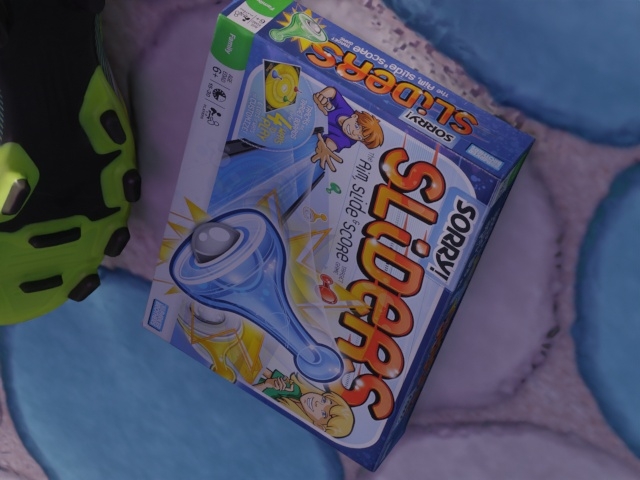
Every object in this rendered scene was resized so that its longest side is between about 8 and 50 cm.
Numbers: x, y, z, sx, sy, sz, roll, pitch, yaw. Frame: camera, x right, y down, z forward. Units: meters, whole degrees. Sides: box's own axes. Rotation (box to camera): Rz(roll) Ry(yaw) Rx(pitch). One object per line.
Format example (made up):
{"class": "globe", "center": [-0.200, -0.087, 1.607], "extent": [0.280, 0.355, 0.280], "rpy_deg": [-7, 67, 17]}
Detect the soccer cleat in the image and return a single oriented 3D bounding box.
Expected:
{"class": "soccer cleat", "center": [-0.144, -0.080, 0.807], "extent": [0.121, 0.093, 0.289], "rpy_deg": [53, 152, 36]}

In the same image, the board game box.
{"class": "board game box", "center": [0.000, 0.000, 0.783], "extent": [0.136, 0.035, 0.201], "rpy_deg": [31, 136, 12]}
